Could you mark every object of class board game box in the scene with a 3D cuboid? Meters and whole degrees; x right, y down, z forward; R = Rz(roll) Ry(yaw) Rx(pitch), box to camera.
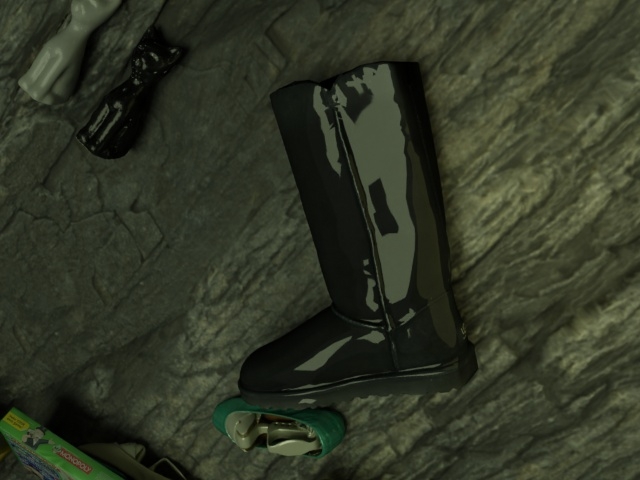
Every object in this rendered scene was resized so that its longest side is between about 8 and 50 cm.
[{"bbox_3d":[-0.427,0.439,1.444,0.317,0.046,0.214,29,146,12],"label":"board game box"}]

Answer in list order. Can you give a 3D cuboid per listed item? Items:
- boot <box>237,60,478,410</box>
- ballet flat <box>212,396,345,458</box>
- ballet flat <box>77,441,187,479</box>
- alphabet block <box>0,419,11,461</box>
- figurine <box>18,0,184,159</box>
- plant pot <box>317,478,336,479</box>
[{"bbox_3d":[0.002,0.000,1.121,0.366,0.146,0.446,-11,105,17],"label":"boot"},{"bbox_3d":[-0.084,0.306,1.290,0.247,0.087,0.083,-1,106,24],"label":"ballet flat"},{"bbox_3d":[-0.319,0.415,1.433,0.248,0.086,0.086,29,115,12],"label":"ballet flat"},{"bbox_3d":[-0.737,0.397,1.511,0.197,0.192,0.193,43,94,4],"label":"alphabet block"},{"bbox_3d":[-0.336,-0.272,1.225,0.215,0.092,0.209,42,109,7],"label":"figurine"},{"bbox_3d":[0.018,0.528,1.239,0.276,0.276,0.254,22,102,16],"label":"plant pot"}]
